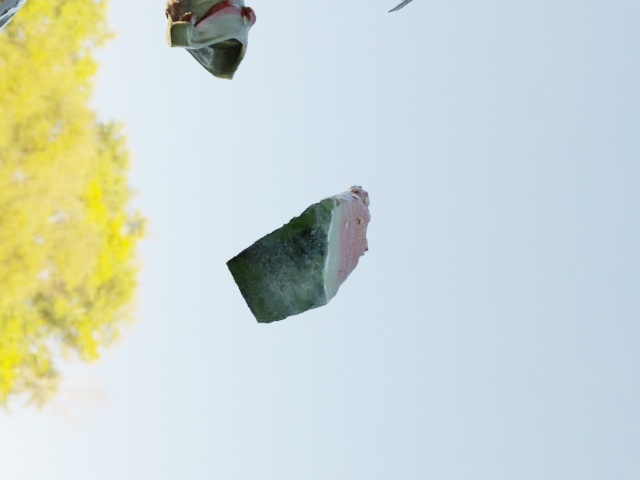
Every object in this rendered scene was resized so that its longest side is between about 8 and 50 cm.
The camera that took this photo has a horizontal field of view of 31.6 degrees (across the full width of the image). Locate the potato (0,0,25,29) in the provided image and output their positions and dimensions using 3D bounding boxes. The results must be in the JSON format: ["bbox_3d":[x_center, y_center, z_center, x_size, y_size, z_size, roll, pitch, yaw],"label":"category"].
[{"bbox_3d":[-0.350,-0.227,0.989,0.296,0.141,0.192,-5,-126,41],"label":"potato"}]

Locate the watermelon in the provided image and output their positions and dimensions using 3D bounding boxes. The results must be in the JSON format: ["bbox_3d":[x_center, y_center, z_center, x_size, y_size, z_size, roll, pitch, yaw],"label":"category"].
[{"bbox_3d":[0.000,0.000,1.718,0.193,0.256,0.140,-24,-80,29],"label":"watermelon"}]

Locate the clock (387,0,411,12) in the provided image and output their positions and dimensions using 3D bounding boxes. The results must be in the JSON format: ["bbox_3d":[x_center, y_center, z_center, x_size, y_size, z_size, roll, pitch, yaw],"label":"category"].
[{"bbox_3d":[0.107,-0.271,1.225,0.010,0.083,0.074,55,12,-9],"label":"clock"}]

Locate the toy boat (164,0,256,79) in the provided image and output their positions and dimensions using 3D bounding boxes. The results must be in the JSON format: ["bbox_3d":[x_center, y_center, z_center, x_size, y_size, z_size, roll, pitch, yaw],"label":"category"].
[{"bbox_3d":[-0.105,-0.199,1.062,0.185,0.089,0.071,8,89,-81],"label":"toy boat"}]
